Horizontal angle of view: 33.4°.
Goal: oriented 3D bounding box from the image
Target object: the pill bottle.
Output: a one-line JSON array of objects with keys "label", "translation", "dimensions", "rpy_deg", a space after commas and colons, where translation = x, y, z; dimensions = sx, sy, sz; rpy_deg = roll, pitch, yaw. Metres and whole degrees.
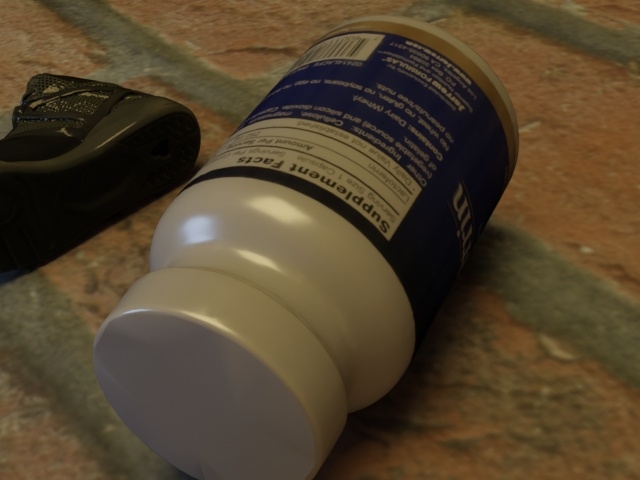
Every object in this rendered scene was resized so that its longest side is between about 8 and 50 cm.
[{"label": "pill bottle", "translation": [0.000, 0.000, 0.589], "dimensions": [0.153, 0.153, 0.265], "rpy_deg": [9, 42, 27]}]

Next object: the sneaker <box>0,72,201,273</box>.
[{"label": "sneaker", "translation": [-0.214, -0.054, 0.784], "dimensions": [0.227, 0.087, 0.130], "rpy_deg": [-32, 39, -28]}]
